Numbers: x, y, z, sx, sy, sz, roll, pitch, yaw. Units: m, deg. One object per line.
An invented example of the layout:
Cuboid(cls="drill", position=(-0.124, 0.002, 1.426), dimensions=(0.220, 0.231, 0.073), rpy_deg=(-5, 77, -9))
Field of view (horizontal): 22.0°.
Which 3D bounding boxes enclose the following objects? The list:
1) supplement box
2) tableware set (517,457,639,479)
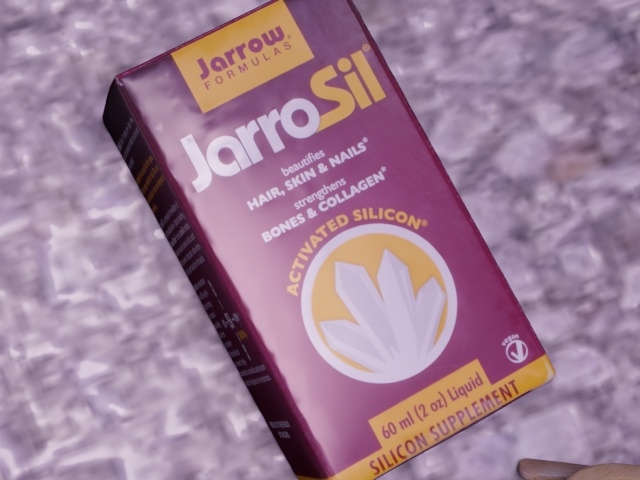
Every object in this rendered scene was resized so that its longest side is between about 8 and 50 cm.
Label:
Cuboid(cls="supplement box", position=(0.000, 0.000, 0.679), dimensions=(0.104, 0.081, 0.188), rpy_deg=(-28, 89, -13))
Cuboid(cls="tableware set", position=(0.184, 0.121, 0.678), dimensions=(0.194, 0.128, 0.039), rpy_deg=(5, 119, -10))
